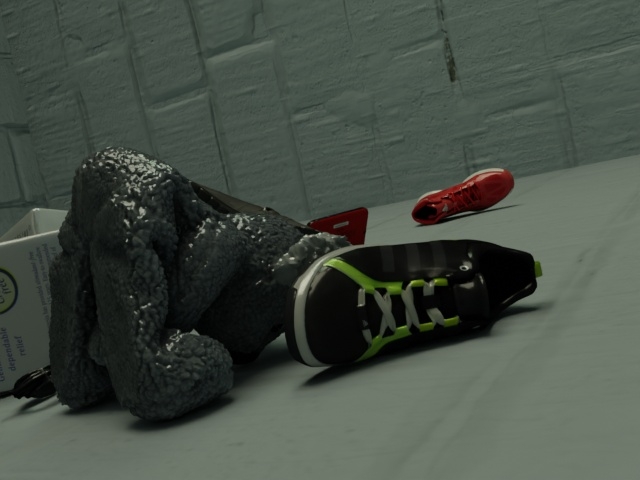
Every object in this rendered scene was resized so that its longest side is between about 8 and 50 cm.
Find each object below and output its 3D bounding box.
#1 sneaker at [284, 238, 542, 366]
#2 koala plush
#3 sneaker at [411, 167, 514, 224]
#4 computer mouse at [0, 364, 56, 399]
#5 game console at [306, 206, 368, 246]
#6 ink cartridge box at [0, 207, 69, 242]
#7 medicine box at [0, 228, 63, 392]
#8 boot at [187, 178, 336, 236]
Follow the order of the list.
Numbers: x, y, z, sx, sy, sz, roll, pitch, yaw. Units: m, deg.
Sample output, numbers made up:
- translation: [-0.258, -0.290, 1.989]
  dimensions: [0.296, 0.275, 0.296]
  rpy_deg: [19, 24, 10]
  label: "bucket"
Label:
- translation: [0.080, 0.036, 0.626]
  dimensions: [0.234, 0.084, 0.097]
  rpy_deg: [-16, 6, -38]
  label: "sneaker"
- translation: [-0.088, 0.028, 0.676]
  dimensions: [0.221, 0.203, 0.196]
  rpy_deg: [-1, -4, -38]
  label: "koala plush"
- translation: [0.294, -0.078, 1.718]
  dimensions: [0.221, 0.087, 0.128]
  rpy_deg: [-24, 7, 26]
  label: "sneaker"
- translation: [-0.277, 0.141, 0.663]
  dimensions: [0.071, 0.041, 0.242]
  rpy_deg: [-29, -8, 24]
  label: "computer mouse"
- translation: [0.000, 0.000, 1.401]
  dimensions: [0.144, 0.124, 0.085]
  rpy_deg: [-17, 32, -42]
  label: "game console"
- translation: [-0.402, 0.060, 1.462]
  dimensions: [0.385, 0.091, 0.308]
  rpy_deg: [7, -29, -46]
  label: "ink cartridge box"
- translation: [-0.363, 0.080, 0.913]
  dimensions: [0.289, 0.149, 0.263]
  rpy_deg: [-15, 4, -25]
  label: "medicine box"
- translation: [-0.125, -0.007, 1.103]
  dimensions: [0.338, 0.118, 0.223]
  rpy_deg: [23, 3, -2]
  label: "boot"
